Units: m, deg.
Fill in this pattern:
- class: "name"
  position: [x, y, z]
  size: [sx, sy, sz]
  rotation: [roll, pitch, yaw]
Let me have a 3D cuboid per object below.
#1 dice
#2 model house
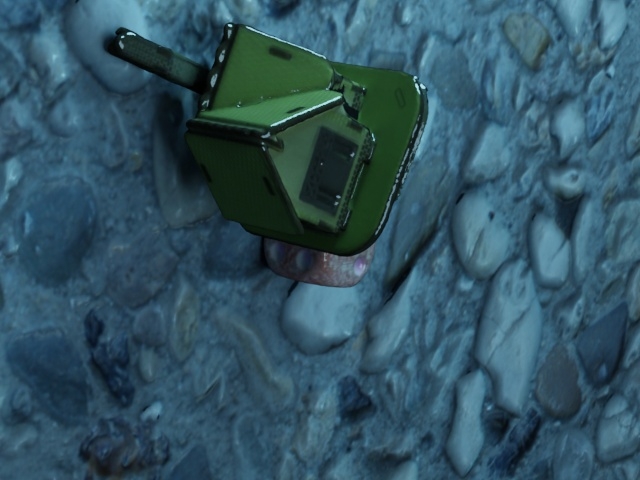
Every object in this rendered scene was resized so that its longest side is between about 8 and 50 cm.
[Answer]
- class: "dice"
  position: [0.000, 0.000, 2.157]
  size: [0.094, 0.093, 0.091]
  rotation: [2, 100, -52]
- class: "model house"
  position: [-0.068, -0.126, 1.952]
  size: [0.278, 0.218, 0.205]
  rotation: [27, 80, -46]
